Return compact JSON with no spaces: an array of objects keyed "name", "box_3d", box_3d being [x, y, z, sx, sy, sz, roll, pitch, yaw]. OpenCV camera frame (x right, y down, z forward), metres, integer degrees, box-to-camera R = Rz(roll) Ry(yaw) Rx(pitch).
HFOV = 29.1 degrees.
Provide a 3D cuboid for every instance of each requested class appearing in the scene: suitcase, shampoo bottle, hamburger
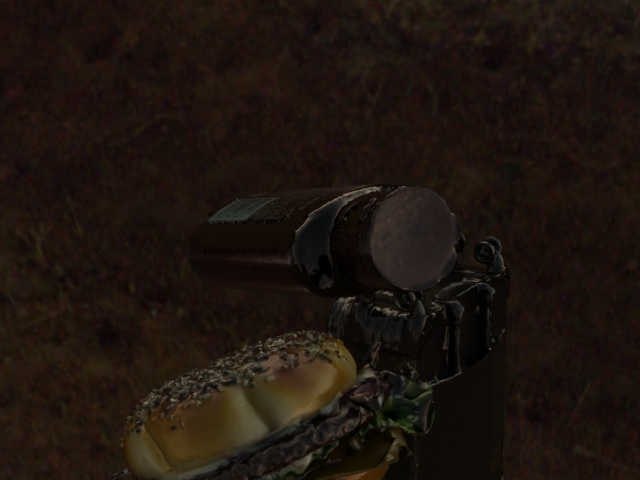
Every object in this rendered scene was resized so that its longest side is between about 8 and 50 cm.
[{"name":"suitcase","box_3d":[0.137,0.224,1.724,0.194,0.433,0.283,10,23,35]},{"name":"shampoo bottle","box_3d":[0.000,0.000,0.976,0.129,0.084,0.323,-19,8,-24]},{"name":"hamburger","box_3d":[-0.031,0.106,0.691,0.190,0.164,0.093,-21,93,-14]}]
